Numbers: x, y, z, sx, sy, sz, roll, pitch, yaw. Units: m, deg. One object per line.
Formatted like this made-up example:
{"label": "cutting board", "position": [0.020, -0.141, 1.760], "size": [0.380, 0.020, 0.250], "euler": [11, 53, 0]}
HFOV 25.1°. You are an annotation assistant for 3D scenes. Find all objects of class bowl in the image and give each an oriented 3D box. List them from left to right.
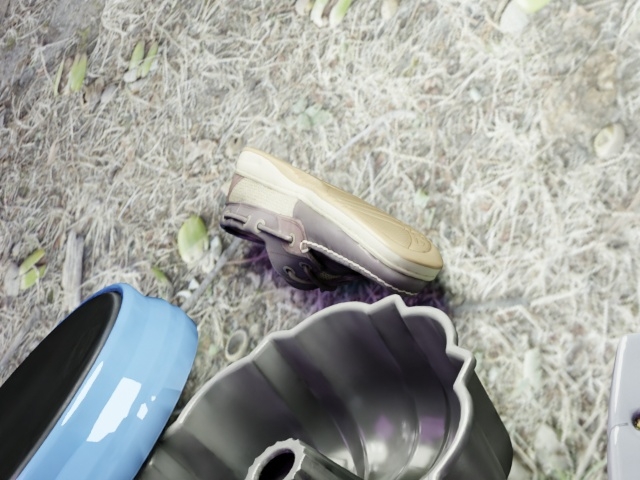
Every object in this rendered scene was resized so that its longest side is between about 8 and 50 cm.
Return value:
{"label": "bowl", "position": [-0.261, 0.200, 1.261], "size": [0.391, 0.077, 0.391], "euler": [-46, 15, 17]}

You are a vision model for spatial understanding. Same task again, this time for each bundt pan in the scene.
{"label": "bundt pan", "position": [0.001, 0.202, 1.040], "size": [0.331, 0.124, 0.331], "euler": [-30, 27, 18]}

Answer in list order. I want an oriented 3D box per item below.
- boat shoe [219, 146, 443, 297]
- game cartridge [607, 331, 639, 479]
{"label": "boat shoe", "position": [0.000, 0.000, 1.224], "size": [0.285, 0.103, 0.092], "euler": [32, 99, 52]}
{"label": "game cartridge", "position": [0.270, 0.179, 0.816], "size": [0.198, 0.062, 0.297], "euler": [-11, 57, 6]}
